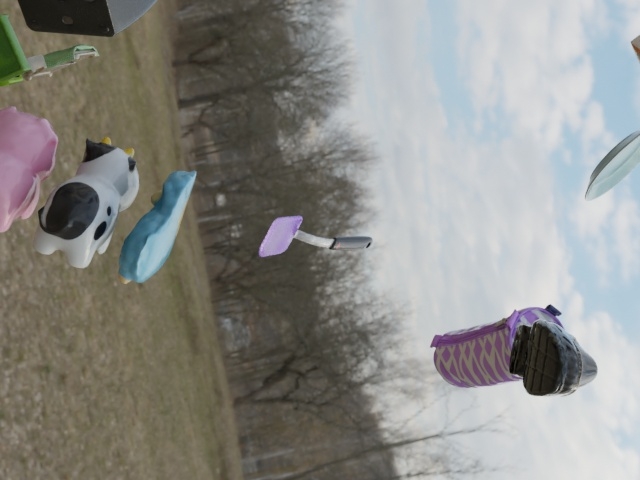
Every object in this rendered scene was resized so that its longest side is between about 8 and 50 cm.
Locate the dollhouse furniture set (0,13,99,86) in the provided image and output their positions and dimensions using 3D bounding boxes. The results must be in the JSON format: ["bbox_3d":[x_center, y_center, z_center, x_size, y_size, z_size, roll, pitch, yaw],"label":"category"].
[{"bbox_3d":[-0.315,-0.212,0.828,0.151,0.076,0.058,-63,133,-70],"label":"dollhouse furniture set"}]

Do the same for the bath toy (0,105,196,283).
[{"bbox_3d":[-0.321,-0.082,0.833,0.151,0.348,0.129,-81,-167,-66],"label":"bath toy"}]

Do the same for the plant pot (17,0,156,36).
[{"bbox_3d":[-0.334,-0.387,1.049,0.187,0.188,0.167,91,5,-53],"label":"plant pot"}]

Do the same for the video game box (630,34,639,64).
[{"bbox_3d":[0.539,-0.189,1.070,0.187,0.048,0.205,47,14,-38],"label":"video game box"}]

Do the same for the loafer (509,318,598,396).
[{"bbox_3d":[0.200,0.099,0.629,0.170,0.061,0.062,-1,102,-82],"label":"loafer"}]

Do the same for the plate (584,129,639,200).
[{"bbox_3d":[0.551,-0.147,1.390,0.024,0.188,0.188,51,-15,22],"label":"plate"}]

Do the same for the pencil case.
[{"bbox_3d":[0.220,0.139,0.958,0.086,0.088,0.206,-64,-171,-25],"label":"pencil case"}]

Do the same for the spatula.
[{"bbox_3d":[0.000,0.000,1.363,0.030,0.296,0.084,46,-64,36],"label":"spatula"}]
